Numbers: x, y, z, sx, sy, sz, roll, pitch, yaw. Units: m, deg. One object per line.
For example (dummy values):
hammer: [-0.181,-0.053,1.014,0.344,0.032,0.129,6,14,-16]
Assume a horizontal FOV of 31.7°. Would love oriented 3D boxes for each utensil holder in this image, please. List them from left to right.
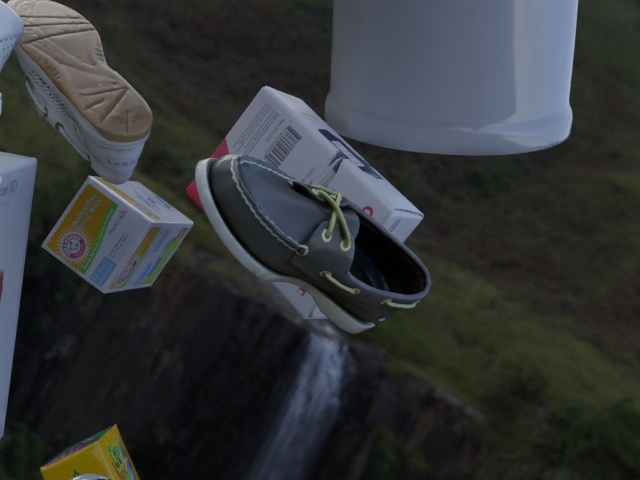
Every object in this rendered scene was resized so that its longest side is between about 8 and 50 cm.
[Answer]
utensil holder: [0.172,-0.334,1.438,0.327,0.386,0.327,1,21,0]

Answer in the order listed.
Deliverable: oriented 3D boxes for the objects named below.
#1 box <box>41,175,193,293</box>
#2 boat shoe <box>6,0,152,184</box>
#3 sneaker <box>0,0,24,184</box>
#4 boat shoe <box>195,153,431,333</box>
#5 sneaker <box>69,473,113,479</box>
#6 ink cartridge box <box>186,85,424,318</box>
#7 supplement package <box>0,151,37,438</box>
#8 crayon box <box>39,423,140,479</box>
box: [-0.261,-0.008,1.477,0.103,0.114,0.203,36,5,6]
boat shoe: [-0.275,-0.163,1.218,0.098,0.096,0.277,-11,47,-32]
sneaker: [-0.263,-0.053,0.737,0.129,0.297,0.111,31,-42,-12]
boat shoe: [0.000,-0.004,1.053,0.305,0.091,0.109,38,39,-49]
sneaker: [-0.277,0.425,1.181,0.145,0.385,0.147,2,10,-41]
ink cartridge box: [-0.021,-0.043,1.365,0.237,0.172,0.100,45,16,23]
supplement package: [-0.385,0.059,1.048,0.175,0.293,0.177,9,9,0]
crayon box: [-0.329,0.474,1.844,0.363,0.106,0.313,141,-74,-82]
